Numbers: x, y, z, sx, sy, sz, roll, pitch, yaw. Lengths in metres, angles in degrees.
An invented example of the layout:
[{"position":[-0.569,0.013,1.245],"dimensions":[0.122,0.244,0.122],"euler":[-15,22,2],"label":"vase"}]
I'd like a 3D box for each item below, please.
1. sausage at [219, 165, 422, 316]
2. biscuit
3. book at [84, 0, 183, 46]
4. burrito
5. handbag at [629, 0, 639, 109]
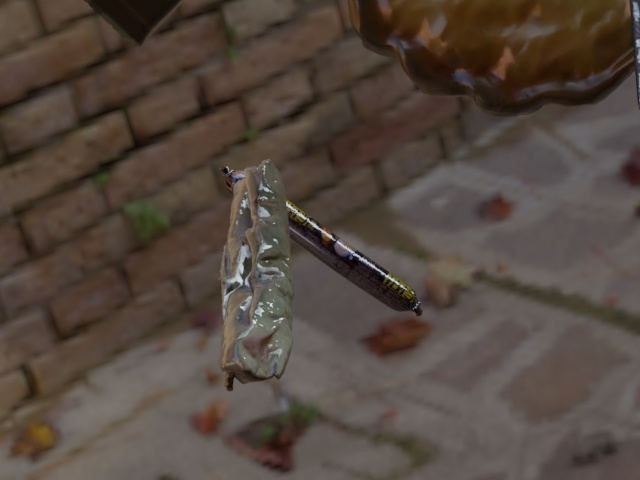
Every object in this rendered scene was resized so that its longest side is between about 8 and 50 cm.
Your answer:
[{"position":[0.000,0.000,1.557],"dimensions":[0.198,0.025,0.028],"euler":[37,54,4],"label":"sausage"},{"position":[0.134,-0.256,1.229],"dimensions":[0.329,0.335,0.078],"euler":[-34,-2,7],"label":"biscuit"},{"position":[-0.102,-0.238,0.762],"dimensions":[0.201,0.289,0.026],"euler":[-45,26,6],"label":"book"},{"position":[-0.038,0.019,1.179],"dimensions":[0.045,0.041,0.185],"euler":[1,37,-4],"label":"burrito"},{"position":[0.285,-0.142,1.081],"dimensions":[0.229,0.062,0.179],"euler":[-18,42,23],"label":"handbag"}]
